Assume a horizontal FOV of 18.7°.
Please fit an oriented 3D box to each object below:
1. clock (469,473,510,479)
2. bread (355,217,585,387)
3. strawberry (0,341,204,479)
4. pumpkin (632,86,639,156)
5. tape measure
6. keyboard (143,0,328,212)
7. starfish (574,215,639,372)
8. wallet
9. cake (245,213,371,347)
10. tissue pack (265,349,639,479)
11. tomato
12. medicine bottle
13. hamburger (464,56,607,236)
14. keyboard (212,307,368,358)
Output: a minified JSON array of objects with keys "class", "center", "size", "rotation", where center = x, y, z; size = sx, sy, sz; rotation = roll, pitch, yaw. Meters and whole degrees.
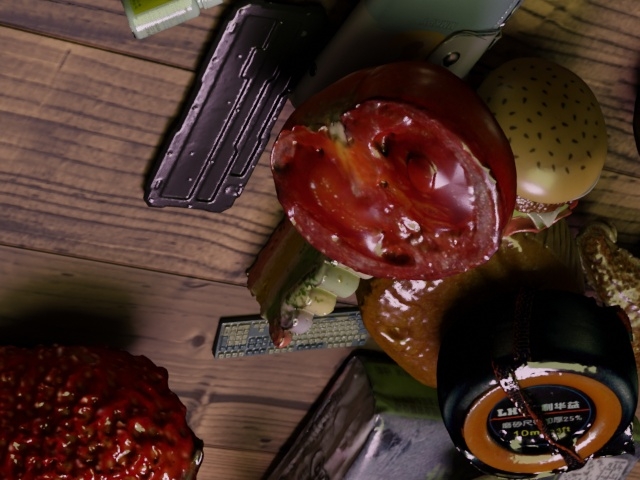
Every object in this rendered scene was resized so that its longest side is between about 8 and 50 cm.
[{"class":"clock","center":[0.052,0.387,2.188],"size":[0.379,0.120,0.276],"rotation":[-19,147,-6]},{"class":"bread","center":[0.153,0.035,2.007],"size":[0.227,0.142,0.253],"rotation":[-23,142,11]},{"class":"strawberry","center":[-0.262,0.228,1.951],"size":[0.257,0.261,0.261],"rotation":[9,131,-38]},{"class":"pumpkin","center":[0.424,-0.121,1.944],"size":[0.219,0.162,0.219],"rotation":[-16,139,-15]},{"class":"tape measure","center":[0.218,0.143,1.948],"size":[0.202,0.135,0.223],"rotation":[-8,138,6]},{"class":"keyboard","center":[-0.081,-0.123,1.820],"size":[0.106,0.016,0.262],"rotation":[5,133,-29]},{"class":"starfish","center":[0.344,0.095,2.143],"size":[0.303,0.113,0.312],"rotation":[-39,141,-28]},{"class":"wallet","center":[0.085,-0.195,1.778],"size":[0.170,0.069,0.231],"rotation":[5,137,-40]},{"class":"cake","center":[0.017,0.004,1.932],"size":[0.090,0.109,0.225],"rotation":[13,128,-34]},{"class":"tissue pack","center":[0.153,0.280,2.289],"size":[0.394,0.124,0.288],"rotation":[8,129,-31]},{"class":"tomato","center":[0.082,-0.075,1.745],"size":[0.233,0.139,0.200],"rotation":[-11,122,41]},{"class":"medicine bottle","center":[-0.130,-0.210,1.679],"size":[0.083,0.047,0.047],"rotation":[-23,140,0]},{"class":"hamburger","center":[0.194,-0.094,1.848],"size":[0.175,0.175,0.137],"rotation":[-5,165,-20]},{"class":"keyboard","center":[-0.028,0.099,2.092],"size":[0.176,0.014,0.055],"rotation":[-4,133,-21]}]
